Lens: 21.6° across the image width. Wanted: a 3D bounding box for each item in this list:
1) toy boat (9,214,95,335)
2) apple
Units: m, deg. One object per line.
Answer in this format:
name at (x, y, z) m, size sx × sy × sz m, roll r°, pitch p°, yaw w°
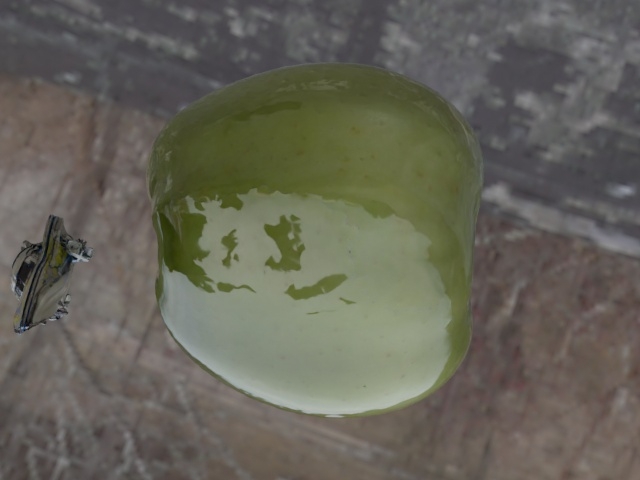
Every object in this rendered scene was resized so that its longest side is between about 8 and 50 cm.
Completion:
toy boat at (-0.256, 0.043, 1.540) m, size 0.066 × 0.084 × 0.210 m, roll 24°, pitch -165°, yaw -9°
apple at (0.000, 0.000, 1.652) m, size 0.357 × 0.357 × 0.357 m, roll 18°, pitch 159°, yaw 7°
